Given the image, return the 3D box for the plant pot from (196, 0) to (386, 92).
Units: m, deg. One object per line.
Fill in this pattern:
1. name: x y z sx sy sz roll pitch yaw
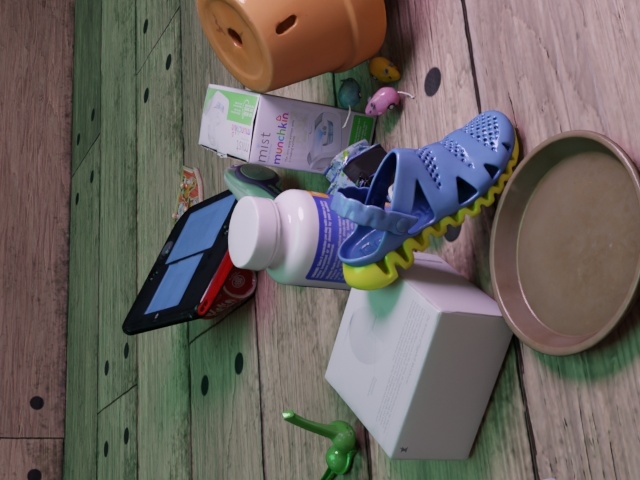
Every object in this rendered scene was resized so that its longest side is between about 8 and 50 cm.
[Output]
1. plant pot: -0.063 -0.374 1.562 0.291 0.203 0.291 43 157 23

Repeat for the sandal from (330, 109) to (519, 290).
1. sandal: 0.135 -0.075 1.308 0.317 0.138 0.126 -42 30 -8

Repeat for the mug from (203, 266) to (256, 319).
1. mug: -0.221 0.116 2.088 0.169 0.113 0.150 -26 43 53

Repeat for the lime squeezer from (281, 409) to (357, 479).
1. lime squeezer: 0.011 0.361 1.609 0.059 0.109 0.310 49 159 35

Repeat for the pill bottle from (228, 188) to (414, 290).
1. pill bottle: 0.000 0.000 1.520 0.152 0.271 0.152 -24 63 58

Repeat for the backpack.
1. backpack: 0.058 -0.108 1.613 0.084 0.105 0.114 47 143 11

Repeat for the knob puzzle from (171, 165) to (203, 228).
1. knob puzzle: -0.344 -0.094 2.463 0.213 0.029 0.213 -24 62 58

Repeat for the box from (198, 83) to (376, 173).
1. box: -0.068 -0.196 1.744 0.262 0.231 0.127 27 107 62

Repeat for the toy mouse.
1. toy mouse: 0.077 -0.249 1.616 0.143 0.031 0.161 -48 51 -8

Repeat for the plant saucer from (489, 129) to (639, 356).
1. plant saucer: 0.308 0.004 1.183 0.278 0.041 0.278 -26 60 58

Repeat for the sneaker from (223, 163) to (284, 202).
1. sneaker: -0.112 -0.047 1.885 0.305 0.114 0.152 45 128 43

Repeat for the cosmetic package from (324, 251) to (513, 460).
1. cosmetic package: 0.136 0.157 1.367 0.225 0.138 0.224 46 123 58

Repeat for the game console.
1. game console: -0.277 0.040 2.087 0.386 0.060 0.342 -18 37 55

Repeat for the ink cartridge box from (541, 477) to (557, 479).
1. ink cartridge box: 0.283 0.431 1.139 0.189 0.066 0.232 -123 26 -51

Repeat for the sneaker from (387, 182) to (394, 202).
1. sneaker: 0.144 -0.062 1.487 0.058 0.052 0.135 -63 33 24
